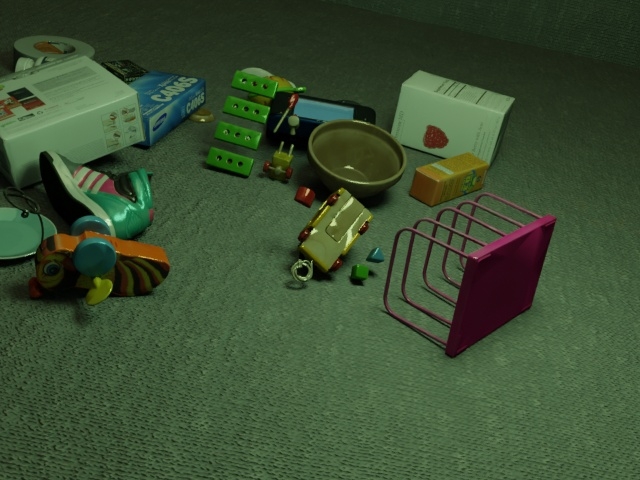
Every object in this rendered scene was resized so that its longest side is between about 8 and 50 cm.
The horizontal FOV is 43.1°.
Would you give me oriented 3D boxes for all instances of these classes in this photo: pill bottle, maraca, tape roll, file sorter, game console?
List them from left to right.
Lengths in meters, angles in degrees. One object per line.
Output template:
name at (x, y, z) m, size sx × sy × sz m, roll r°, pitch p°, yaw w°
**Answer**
pill bottle at (-0.695, -0.422, 2.115) m, size 0.180 × 0.108 × 0.108 m, roll 8°, pitch 29°, yaw -4°
tape roll at (-0.753, -0.513, 2.293) m, size 0.219 × 0.072 × 0.219 m, roll 9°, pitch 28°, yaw -5°
maraca at (-0.125, -0.422, 2.326) m, size 0.186 × 0.099 × 0.127 m, roll -13°, pitch 8°, yaw -43°
game console at (0.013, -0.334, 2.130) m, size 0.293 × 0.173 × 0.250 m, roll 10°, pitch 52°, yaw -4°
file sorter at (0.278, 0.047, 1.541) m, size 0.182 × 0.202 × 0.291 m, roll 28°, pitch 33°, yaw 34°

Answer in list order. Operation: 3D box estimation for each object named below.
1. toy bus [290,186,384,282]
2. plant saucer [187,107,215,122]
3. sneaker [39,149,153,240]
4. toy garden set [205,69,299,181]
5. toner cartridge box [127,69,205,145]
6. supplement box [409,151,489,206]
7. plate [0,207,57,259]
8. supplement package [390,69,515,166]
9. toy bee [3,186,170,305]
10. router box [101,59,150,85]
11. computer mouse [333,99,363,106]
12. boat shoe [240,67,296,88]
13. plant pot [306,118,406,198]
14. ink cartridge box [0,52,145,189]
toy bus at (0.011, -0.005, 1.628) m, size 0.202 × 0.191 × 0.104 m, roll -1°, pitch -12°, yaw -23°
plant saucer at (-0.327, -0.343, 2.203) m, size 0.083 × 0.015 × 0.083 m, roll 8°, pitch 29°, yaw -5°
sneaker at (-0.427, -0.104, 1.623) m, size 0.178 × 0.124 × 0.295 m, roll -20°, pitch 49°, yaw -36°
toy garden set at (-0.142, -0.265, 1.956) m, size 0.204 × 0.244 × 0.049 m, roll 16°, pitch -10°, yaw 4°
toner cartridge box at (-0.437, -0.349, 2.095) m, size 0.165 × 0.075 × 0.348 m, roll 10°, pitch 29°, yaw 11°
supplement box at (0.328, -0.156, 2.043) m, size 0.080 × 0.078 × 0.233 m, roll 31°, pitch 35°, yaw 32°
plate at (-0.588, -0.008, 1.503) m, size 0.188 × 0.024 × 0.188 m, roll 9°, pitch 28°, yaw -5°
supplement package at (0.369, -0.340, 2.279) m, size 0.293 × 0.177 × 0.175 m, roll 19°, pitch 30°, yaw 15°
toy bee at (-0.422, 0.033, 1.394) m, size 0.298 × 0.162 × 0.195 m, roll 32°, pitch 17°, yaw -13°
router box at (-0.562, -0.483, 2.342) m, size 0.092 × 0.038 × 0.122 m, roll -18°, pitch 40°, yaw -43°
computer mouse at (0.041, -0.359, 2.317) m, size 0.262 × 0.060 × 0.184 m, roll 3°, pitch 29°, yaw -15°
boat shoe at (-0.166, -0.467, 2.443) m, size 0.184 × 0.066 × 0.063 m, roll 25°, pitch 29°, yaw 4°
plant pot at (0.078, -0.175, 1.926) m, size 0.237 × 0.109 × 0.237 m, roll 7°, pitch 45°, yaw -7°
ink cartridge box at (-0.596, -0.276, 1.796) m, size 0.309 × 0.130 × 0.272 m, roll -27°, pitch 46°, yaw -29°
